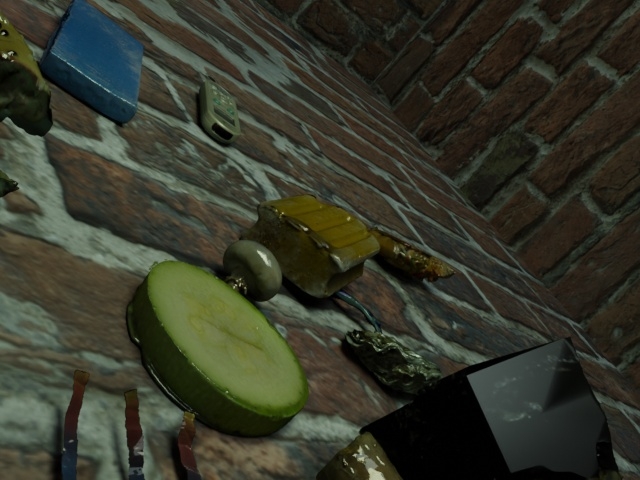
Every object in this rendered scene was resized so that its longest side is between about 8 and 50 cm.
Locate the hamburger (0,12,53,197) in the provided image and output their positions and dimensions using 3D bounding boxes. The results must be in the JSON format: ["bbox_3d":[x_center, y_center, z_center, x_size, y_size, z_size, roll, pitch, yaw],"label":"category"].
[{"bbox_3d":[-0.366,-0.149,0.543,0.288,0.168,0.192,15,34,-55],"label":"hamburger"}]

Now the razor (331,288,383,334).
[{"bbox_3d":[0.054,0.107,1.086,0.154,0.028,0.044,43,18,-1],"label":"razor"}]

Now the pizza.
[{"bbox_3d":[0.178,0.038,1.461,0.147,0.069,0.226,29,3,37],"label":"pizza"}]

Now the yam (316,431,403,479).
[{"bbox_3d":[0.118,0.335,0.626,0.357,0.081,0.081,51,19,28],"label":"yam"}]

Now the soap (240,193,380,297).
[{"bbox_3d":[0.000,0.000,1.105,0.160,0.080,0.257,38,16,12],"label":"soap"}]

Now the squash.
[{"bbox_3d":[-0.101,0.106,0.738,0.219,0.041,0.219,39,18,-15],"label":"squash"}]

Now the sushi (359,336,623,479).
[{"bbox_3d":[0.212,0.240,0.779,0.215,0.227,0.213,-13,70,-32],"label":"sushi"}]

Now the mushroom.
[{"bbox_3d":[-0.093,0.045,0.869,0.085,0.085,0.079,45,61,7],"label":"mushroom"}]

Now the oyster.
[{"bbox_3d":[0.109,0.176,1.008,0.177,0.064,0.125,31,4,-5],"label":"oyster"}]

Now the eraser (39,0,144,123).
[{"bbox_3d":[-0.350,-0.290,1.103,0.144,0.043,0.312,34,20,-29],"label":"eraser"}]

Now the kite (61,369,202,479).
[{"bbox_3d":[-0.104,0.246,0.448,0.204,0.022,0.361,30,26,-34],"label":"kite"}]

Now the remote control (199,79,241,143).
[{"bbox_3d":[-0.195,-0.245,1.337,0.078,0.042,0.221,35,21,-27],"label":"remote control"}]
